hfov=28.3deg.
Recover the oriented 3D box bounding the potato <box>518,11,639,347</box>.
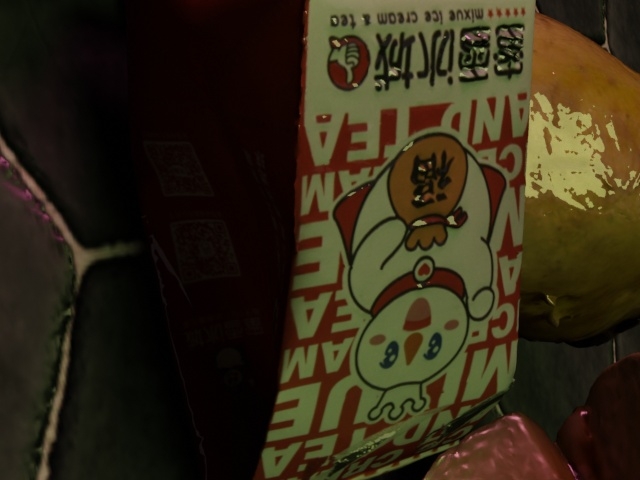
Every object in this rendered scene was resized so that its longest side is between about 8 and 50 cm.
[{"bbox_3d":[0.125,-0.048,0.836,0.266,0.229,0.229,16,64,-36],"label":"potato"}]

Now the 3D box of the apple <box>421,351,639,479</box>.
[{"bbox_3d":[0.207,0.222,0.754,0.233,0.295,0.258,39,19,-43],"label":"apple"}]

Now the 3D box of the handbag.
[{"bbox_3d":[0.000,0.000,0.657,0.171,0.151,0.298,-11,110,-41],"label":"handbag"}]

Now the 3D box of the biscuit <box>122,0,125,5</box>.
[{"bbox_3d":[-0.048,-0.095,0.728,0.175,0.026,0.124,52,39,-32],"label":"biscuit"}]
